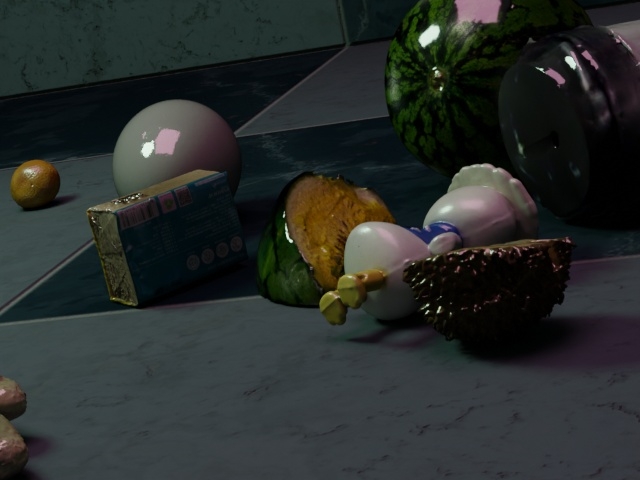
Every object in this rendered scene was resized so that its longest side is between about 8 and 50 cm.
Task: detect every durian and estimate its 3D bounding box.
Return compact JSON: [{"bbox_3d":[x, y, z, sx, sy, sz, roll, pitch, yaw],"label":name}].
[{"bbox_3d":[0.151,0.051,1.348,0.148,0.091,0.188,-9,-3,-30],"label":"durian"}]

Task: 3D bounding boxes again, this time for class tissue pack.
[{"bbox_3d":[-0.180,-0.005,1.739,0.169,0.120,0.082,-23,16,-36],"label":"tissue pack"}]

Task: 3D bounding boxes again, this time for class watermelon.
[{"bbox_3d":[0.225,-0.208,1.911,0.285,0.285,0.285,-10,14,3],"label":"watermelon"},{"bbox_3d":[0.000,0.000,1.698,0.129,0.123,0.301,27,24,11],"label":"watermelon"}]

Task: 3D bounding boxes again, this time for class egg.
[{"bbox_3d":[-0.194,-0.098,1.994,0.176,0.176,0.232,-11,23,1],"label":"egg"}]

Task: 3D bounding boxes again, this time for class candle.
[{"bbox_3d":[0.396,-0.159,1.708,0.343,0.221,0.221,-16,15,-19],"label":"candle"}]

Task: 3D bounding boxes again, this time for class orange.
[{"bbox_3d":[-0.457,-0.089,2.361,0.085,0.085,0.085,-10,14,3],"label":"orange"}]

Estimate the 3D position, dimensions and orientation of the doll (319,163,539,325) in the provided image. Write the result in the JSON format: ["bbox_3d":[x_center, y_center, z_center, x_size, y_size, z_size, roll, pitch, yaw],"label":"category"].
[{"bbox_3d":[0.119,0.007,1.503,0.293,0.119,0.138,-29,-4,-39],"label":"doll"}]

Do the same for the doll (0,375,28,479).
[{"bbox_3d":[-0.354,0.142,1.299,0.175,0.149,0.278,19,7,-40],"label":"doll"}]
